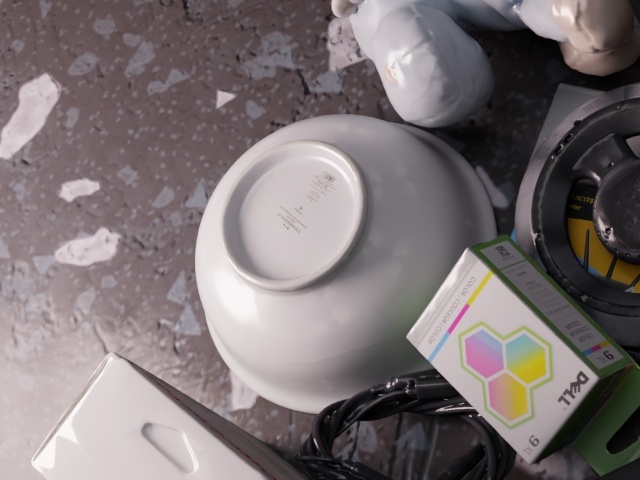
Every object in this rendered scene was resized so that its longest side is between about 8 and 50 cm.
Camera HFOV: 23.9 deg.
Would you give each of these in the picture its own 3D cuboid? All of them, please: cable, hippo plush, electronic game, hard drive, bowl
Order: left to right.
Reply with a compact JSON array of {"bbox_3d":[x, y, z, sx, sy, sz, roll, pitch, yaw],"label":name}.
[{"bbox_3d":[0.000,0.000,1.369,0.298,0.134,0.297,-9,66,21],"label":"bowl"},{"bbox_3d":[0.071,0.177,1.276,0.185,0.047,0.150,-11,44,0],"label":"cable"},{"bbox_3d":[0.125,-0.238,1.348,0.237,0.234,0.294,-28,57,14],"label":"hippo plush"},{"bbox_3d":[0.261,-0.084,1.347,0.135,0.022,0.094,15,76,30],"label":"hard drive"},{"bbox_3d":[0.270,-0.023,1.246,0.229,0.048,0.229,-9,71,26],"label":"electronic game"}]

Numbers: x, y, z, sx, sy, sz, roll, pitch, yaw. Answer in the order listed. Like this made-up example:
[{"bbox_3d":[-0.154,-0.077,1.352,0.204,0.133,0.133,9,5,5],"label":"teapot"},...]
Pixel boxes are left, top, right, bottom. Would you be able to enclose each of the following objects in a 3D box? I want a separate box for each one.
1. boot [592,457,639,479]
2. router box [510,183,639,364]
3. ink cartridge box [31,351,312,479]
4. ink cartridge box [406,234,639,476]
[{"bbox_3d":[0.226,0.290,1.159,0.207,0.094,0.246,-21,55,20],"label":"boot"},{"bbox_3d":[0.246,0.028,1.292,0.179,0.046,0.133,15,75,29],"label":"router box"},{"bbox_3d":[-0.075,0.221,1.225,0.198,0.273,0.114,34,85,32],"label":"ink cartridge box"},{"bbox_3d":[0.179,0.106,1.230,0.209,0.062,0.109,46,127,21],"label":"ink cartridge box"}]
